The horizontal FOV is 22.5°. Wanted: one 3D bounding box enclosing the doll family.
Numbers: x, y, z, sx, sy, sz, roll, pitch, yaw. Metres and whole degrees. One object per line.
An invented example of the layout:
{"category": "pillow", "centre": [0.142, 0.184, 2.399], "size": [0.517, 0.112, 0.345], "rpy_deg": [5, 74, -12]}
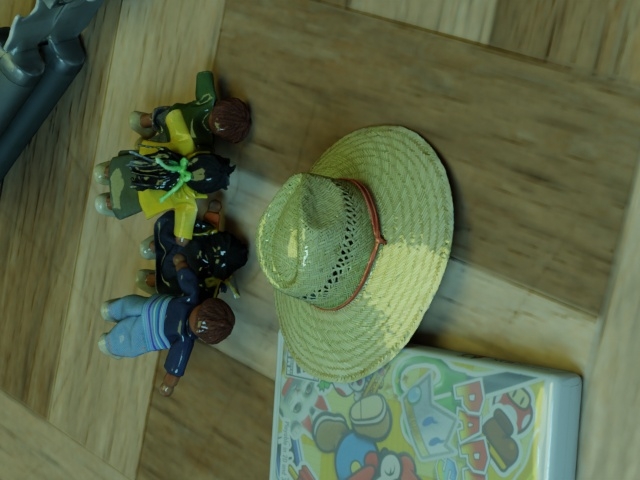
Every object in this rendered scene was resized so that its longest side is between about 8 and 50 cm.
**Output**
{"category": "doll family", "centre": [-0.084, -0.006, 0.964], "size": [0.111, 0.076, 0.192], "rpy_deg": [-5, 90, 44]}

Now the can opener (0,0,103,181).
{"category": "can opener", "centre": [-0.213, -0.138, 1.095], "size": [0.095, 0.076, 0.283], "rpy_deg": [53, 128, 12]}

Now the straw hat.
{"category": "straw hat", "centre": [0.000, 0.000, 0.851], "size": [0.144, 0.061, 0.144], "rpy_deg": [-19, 64, 43]}

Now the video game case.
{"category": "video game case", "centre": [0.044, 0.168, 0.846], "size": [0.206, 0.026, 0.226], "rpy_deg": [7, 94, 48]}
